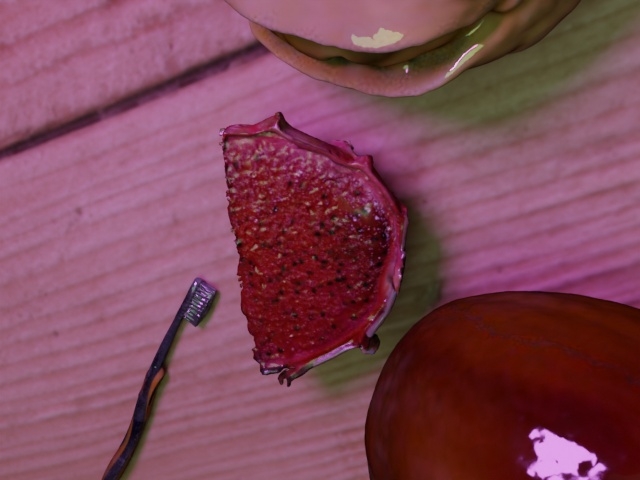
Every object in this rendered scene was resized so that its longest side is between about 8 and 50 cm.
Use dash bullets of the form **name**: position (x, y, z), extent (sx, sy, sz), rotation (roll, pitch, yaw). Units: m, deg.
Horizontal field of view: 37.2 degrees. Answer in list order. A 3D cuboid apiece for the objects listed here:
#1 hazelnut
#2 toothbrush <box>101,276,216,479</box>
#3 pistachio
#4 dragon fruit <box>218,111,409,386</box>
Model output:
- **hazelnut**: position (0.206, 0.211, 0.785), extent (0.365, 0.366, 0.366), rotation (6, 110, 16)
- **toothbrush**: position (-0.190, 0.172, 1.062), extent (0.031, 0.023, 0.321), rotation (34, 115, 8)
- **pistachio**: position (0.062, -0.233, 0.731), extent (0.321, 0.229, 0.238), rotation (-2, 66, 24)
- **dragon fruit**: position (0.006, -0.005, 0.887), extent (0.161, 0.126, 0.274), rotation (-2, 117, 9)
